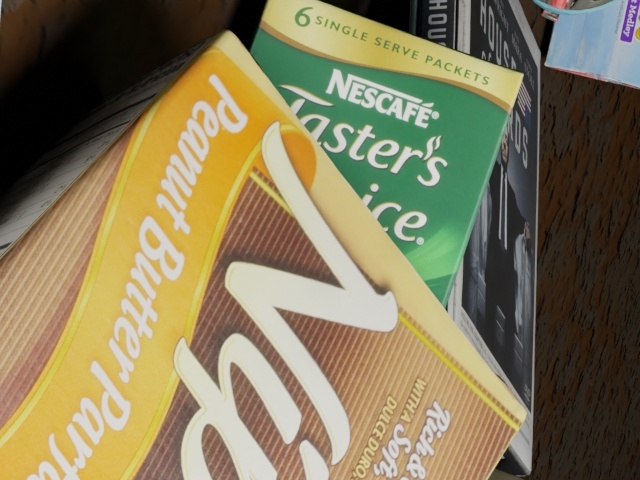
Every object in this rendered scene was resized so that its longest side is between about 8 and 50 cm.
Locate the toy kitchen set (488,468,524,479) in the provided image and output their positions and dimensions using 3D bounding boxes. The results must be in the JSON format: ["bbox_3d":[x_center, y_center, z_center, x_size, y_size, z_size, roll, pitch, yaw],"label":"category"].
[{"bbox_3d":[-0.010,0.205,0.886,0.166,0.122,0.207,-18,122,-61],"label":"toy kitchen set"}]

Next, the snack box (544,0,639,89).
[{"bbox_3d":[0.215,-0.185,1.153,0.207,0.070,0.174,-18,121,-63],"label":"snack box"}]

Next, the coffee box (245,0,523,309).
[{"bbox_3d":[0.000,0.000,0.777,0.040,0.113,0.184,157,-46,-85],"label":"coffee box"}]

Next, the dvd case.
[{"bbox_3d":[0.075,-0.025,0.920,0.179,0.029,0.239,52,39,-62],"label":"dvd case"}]

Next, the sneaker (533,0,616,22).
[{"bbox_3d":[0.158,-0.239,0.992,0.125,0.104,0.262,19,96,-87],"label":"sneaker"}]

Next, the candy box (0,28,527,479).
[{"bbox_3d":[-0.078,0.099,0.608,0.183,0.087,0.316,52,49,-16],"label":"candy box"}]
